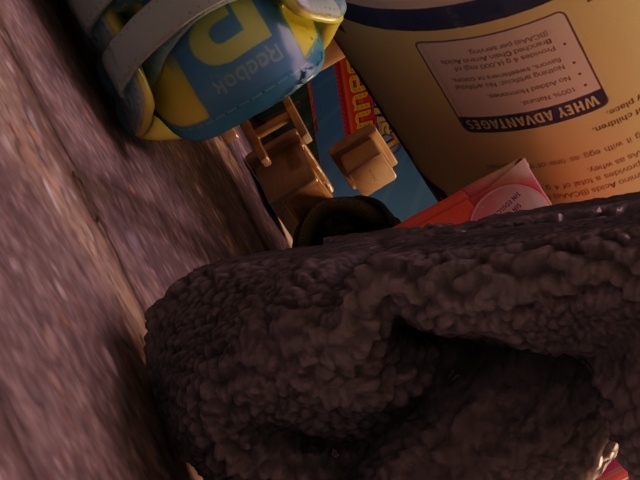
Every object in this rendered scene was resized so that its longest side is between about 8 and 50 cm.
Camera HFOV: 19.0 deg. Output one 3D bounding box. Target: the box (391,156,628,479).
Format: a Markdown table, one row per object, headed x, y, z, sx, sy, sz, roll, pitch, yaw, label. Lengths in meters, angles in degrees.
| x | y | z | sx | sy | sz | roll | pitch | yaw | label |
| --- | --- | --- | --- | --- | --- | --- | --- | --- | --- |
| 0.098 | 0.110 | 0.915 | 0.154 | 0.142 | 0.300 | 64 | 6 | 28 | box |

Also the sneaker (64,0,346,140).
| x | y | z | sx | sy | sz | roll | pitch | yaw | label |
| --- | --- | --- | --- | --- | --- | --- | --- | --- | --- |
| -0.077 | -0.159 | 0.736 | 0.208 | 0.127 | 0.319 | 63 | 6 | 31 | sneaker |

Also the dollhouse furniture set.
| x | y | z | sx | sy | sz | roll | pitch | yaw | label |
| --- | --- | --- | --- | --- | --- | --- | --- | --- | --- |
| 0.020 | -0.115 | 1.148 | 0.161 | 0.182 | 0.101 | 57 | 6 | -41 | dollhouse furniture set |

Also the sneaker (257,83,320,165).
| x | y | z | sx | sy | sz | roll | pitch | yaw | label |
| --- | --- | --- | --- | --- | --- | --- | --- | --- | --- |
| -0.033 | -0.150 | 1.427 | 0.224 | 0.083 | 0.098 | 60 | -1 | -7 | sneaker |

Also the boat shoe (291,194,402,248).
| x | y | z | sx | sy | sz | roll | pitch | yaw | label |
| --- | --- | --- | --- | --- | --- | --- | --- | --- | --- |
| 0.021 | 0.009 | 1.066 | 0.223 | 0.080 | 0.073 | -72 | 138 | -77 | boat shoe |

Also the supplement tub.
| x | y | z | sx | sy | sz | roll | pitch | yaw | label |
| --- | --- | --- | --- | --- | --- | --- | --- | --- | --- |
| 0.135 | -0.118 | 0.966 | 0.325 | 0.235 | 0.235 | 54 | 8 | -42 | supplement tub |

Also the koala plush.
| x | y | z | sx | sy | sz | roll | pitch | yaw | label |
| --- | --- | --- | --- | --- | --- | --- | --- | --- | --- |
| 0.058 | 0.105 | 0.568 | 0.196 | 0.203 | 0.221 | -22 | 105 | -76 | koala plush |

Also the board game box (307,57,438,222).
| x | y | z | sx | sy | sz | roll | pitch | yaw | label |
| --- | --- | --- | --- | --- | --- | --- | --- | --- | --- |
| 0.077 | -0.124 | 1.388 | 0.308 | 0.086 | 0.302 | 27 | 53 | -67 | board game box |
